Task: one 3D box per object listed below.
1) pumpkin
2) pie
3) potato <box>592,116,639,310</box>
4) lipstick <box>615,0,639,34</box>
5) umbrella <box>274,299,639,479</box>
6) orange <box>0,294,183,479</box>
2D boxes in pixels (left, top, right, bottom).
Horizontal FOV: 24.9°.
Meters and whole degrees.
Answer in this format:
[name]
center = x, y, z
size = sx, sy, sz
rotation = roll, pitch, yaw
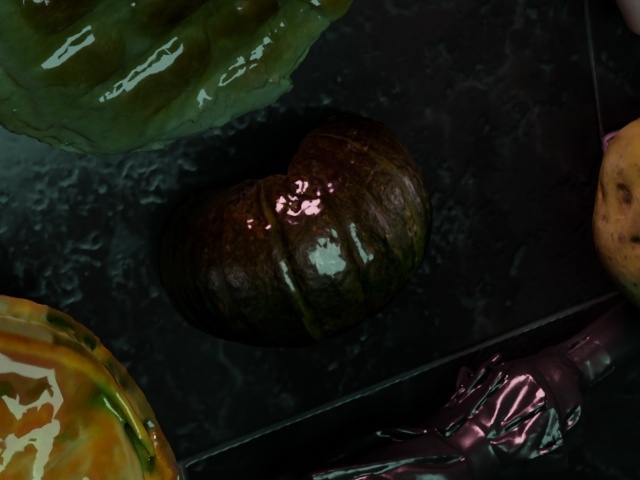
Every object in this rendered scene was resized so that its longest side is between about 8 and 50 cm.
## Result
[pumpkin]
center = 0.000, 0.000, 0.911
size = 0.183, 0.108, 0.119
rotation = -34, 112, -16
[pie]
center = -0.087, -0.172, 0.791
size = 0.306, 0.071, 0.306
rotation = -26, 137, -27
[potato]
center = 0.295, 0.002, 1.031
size = 0.228, 0.148, 0.197
rotation = 4, 65, -38
[lipstick]
center = 0.174, -0.287, 0.922
size = 0.087, 0.087, 0.327
rotation = -39, 118, -12
[umbrella]
center = 0.117, 0.136, 1.020
size = 0.340, 0.118, 0.118
rotation = -32, 117, -26
[orange]
center = -0.236, 0.181, 0.792
size = 0.263, 0.196, 0.334
rotation = 5, 107, -43
